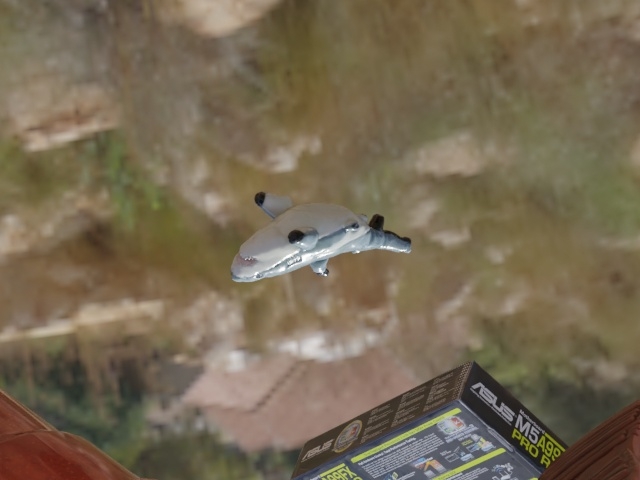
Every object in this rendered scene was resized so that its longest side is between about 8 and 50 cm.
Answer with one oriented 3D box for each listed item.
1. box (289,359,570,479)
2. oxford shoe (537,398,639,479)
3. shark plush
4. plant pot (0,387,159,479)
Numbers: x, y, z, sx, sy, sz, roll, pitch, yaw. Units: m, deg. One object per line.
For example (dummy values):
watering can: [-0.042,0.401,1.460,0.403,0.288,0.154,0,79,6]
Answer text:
box: [0.133,0.254,1.949,0.216,0.060,0.270,42,134,-17]
oxford shoe: [0.255,0.226,1.519,0.123,0.130,0.348,-40,-179,17]
shark plush: [0.000,0.000,1.550,0.161,0.073,0.067,-9,125,-42]
plant pot: [-0.255,0.160,1.020,0.272,0.265,0.272,-40,154,-24]
